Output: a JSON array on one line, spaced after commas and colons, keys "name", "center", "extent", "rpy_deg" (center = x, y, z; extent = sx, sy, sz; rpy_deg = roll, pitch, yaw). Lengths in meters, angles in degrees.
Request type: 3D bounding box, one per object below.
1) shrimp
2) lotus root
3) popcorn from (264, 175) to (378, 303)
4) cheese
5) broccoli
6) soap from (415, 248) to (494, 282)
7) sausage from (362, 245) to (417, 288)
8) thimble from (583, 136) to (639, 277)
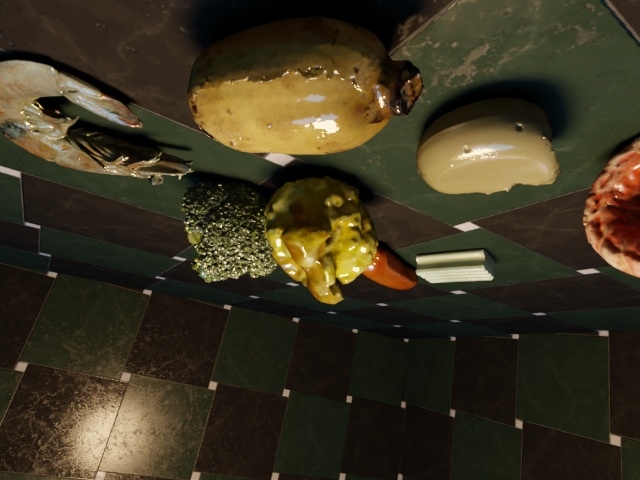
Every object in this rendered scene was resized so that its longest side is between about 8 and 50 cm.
[{"name": "shrimp", "center": [-0.394, -0.190, 0.701], "extent": [0.361, 0.085, 0.247], "rpy_deg": [19, 152, -22]}, {"name": "lotus root", "center": [-0.023, -0.179, 0.489], "extent": [0.285, 0.146, 0.160], "rpy_deg": [6, -178, 23]}, {"name": "popcorn", "center": [0.000, 0.000, 0.842], "extent": [0.206, 0.251, 0.237], "rpy_deg": [-16, 155, 36]}, {"name": "cheese", "center": [0.236, -0.132, 0.611], "extent": [0.203, 0.090, 0.175], "rpy_deg": [-5, 158, 36]}, {"name": "broccoli", "center": [-0.254, -0.024, 0.991], "extent": [0.362, 0.220, 0.252], "rpy_deg": [-2, -174, 38]}, {"name": "soap", "center": [0.396, 0.078, 1.205], "extent": [0.198, 0.066, 0.119], "rpy_deg": [-7, 158, 36]}, {"name": "sausage", "center": [0.211, 0.095, 1.279], "extent": [0.097, 0.093, 0.348], "rpy_deg": [-1, 161, 33]}, {"name": "thimble", "center": [0.525, -0.044, 0.565], "extent": [0.163, 0.238, 0.239], "rpy_deg": [14, 160, -18]}]
